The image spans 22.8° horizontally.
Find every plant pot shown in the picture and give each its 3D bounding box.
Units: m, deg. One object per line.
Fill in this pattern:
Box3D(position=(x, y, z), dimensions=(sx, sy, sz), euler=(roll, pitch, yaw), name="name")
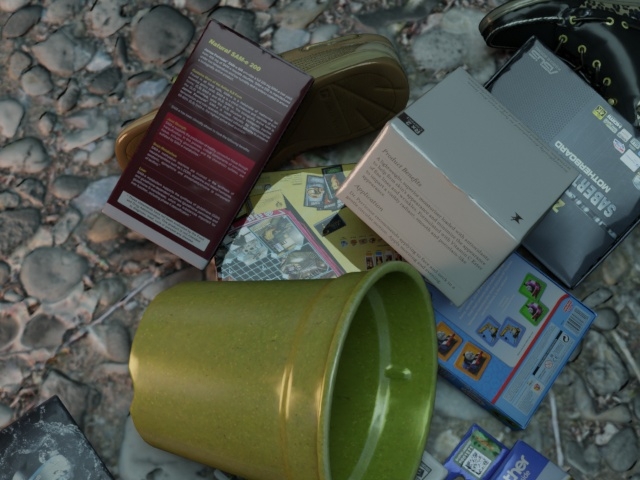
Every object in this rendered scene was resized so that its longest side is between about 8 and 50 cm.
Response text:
Box3D(position=(-0.047, 0.143, 1.625), dimensions=(0.254, 0.276, 0.276), euler=(7, 69, 26), name="plant pot")

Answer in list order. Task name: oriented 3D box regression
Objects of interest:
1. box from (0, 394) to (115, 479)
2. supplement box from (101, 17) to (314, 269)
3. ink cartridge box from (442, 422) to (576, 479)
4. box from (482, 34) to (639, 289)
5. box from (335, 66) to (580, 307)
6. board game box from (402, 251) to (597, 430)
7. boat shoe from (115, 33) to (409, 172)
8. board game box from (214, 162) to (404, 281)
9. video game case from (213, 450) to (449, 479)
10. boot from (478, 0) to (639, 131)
Box3D(position=(-0.295, 0.275, 1.667), dimensions=(0.156, 0.093, 0.158), euler=(-34, 73, -12), name="box")
Box3D(position=(-0.120, -0.103, 1.712), dimensions=(0.130, 0.073, 0.239), euler=(31, 94, -1), name="supplement box")
Box3D(position=(0.239, 0.347, 1.672), dimensions=(0.311, 0.065, 0.186), euler=(36, 73, 13), name="ink cartridge box")
Box3D(position=(0.261, -0.086, 1.786), dimensions=(0.233, 0.059, 0.183), euler=(44, 94, 6), name="box")
Box3D(position=(0.146, -0.059, 1.665), dimensions=(0.181, 0.119, 0.182), euler=(43, 39, 5), name="box")
Box3D(position=(0.177, 0.083, 1.746), dimensions=(0.211, 0.039, 0.160), euler=(38, 73, -6), name="board game box")
Box3D(position=(-0.069, -0.149, 1.823), dimensions=(0.341, 0.121, 0.110), euler=(-15, 37, 2), name="boat shoe")
Box3D(position=(0.000, 0.000, 1.783), dimensions=(0.243, 0.042, 0.165), euler=(-5, 81, -4), name="board game box")
Box3D(position=(0.011, 0.252, 1.710), dimensions=(0.190, 0.022, 0.173), euler=(40, 74, 18), name="video game case")
Box3D(position=(0.313, -0.198, 1.847), dimensions=(0.237, 0.085, 0.178), euler=(-5, 70, -13), name="boot")
